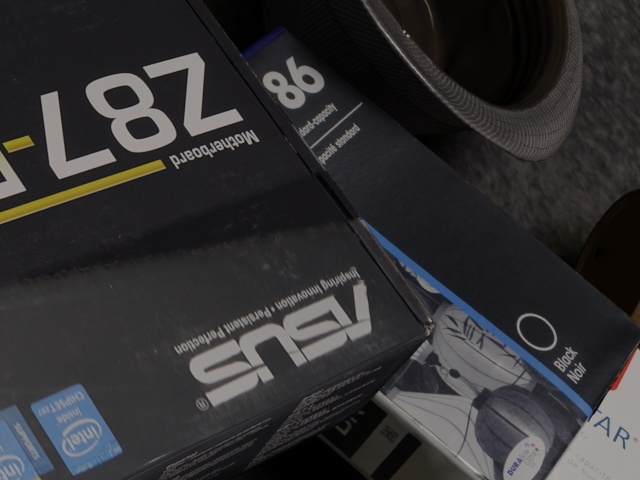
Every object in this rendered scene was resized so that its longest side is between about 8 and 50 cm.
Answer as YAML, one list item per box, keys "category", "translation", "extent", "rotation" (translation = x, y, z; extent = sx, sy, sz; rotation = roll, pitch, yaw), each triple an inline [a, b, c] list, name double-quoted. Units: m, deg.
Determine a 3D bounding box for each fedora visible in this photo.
- category: "fedora"
  translation: [0.046, -0.141, 0.962]
  extent: [0.244, 0.124, 0.275]
  rotation: [43, 38, -20]

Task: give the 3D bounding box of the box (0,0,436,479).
- category: "box"
  translation: [-0.193, -0.004, 0.616]
  extent: [0.395, 0.097, 0.318]
  rotation: [-22, 70, -38]

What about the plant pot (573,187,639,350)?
- category: "plant pot"
  translation: [0.300, 0.064, 1.036]
  extent: [0.254, 0.237, 0.237]
  rotation: [23, 54, -14]

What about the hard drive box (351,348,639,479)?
- category: "hard drive box"
  translation: [0.116, 0.150, 0.867]
  extent: [0.181, 0.089, 0.232]
  rotation: [37, 45, 2]

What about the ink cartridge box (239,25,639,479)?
- category: "ink cartridge box"
  translation: [0.000, 0.000, 0.820]
  extent: [0.333, 0.065, 0.165]
  rotation: [39, 46, 6]
